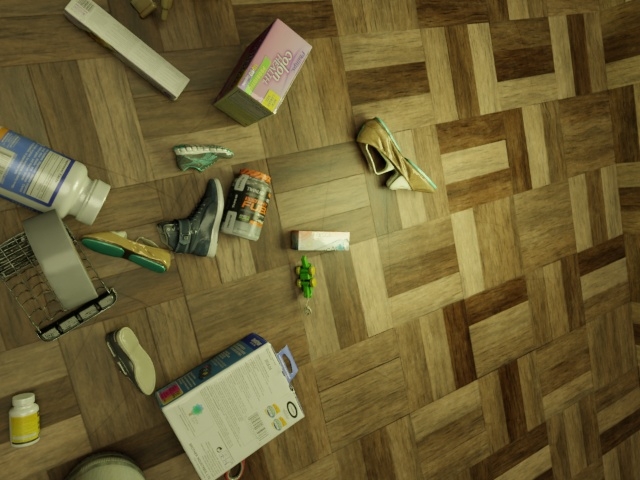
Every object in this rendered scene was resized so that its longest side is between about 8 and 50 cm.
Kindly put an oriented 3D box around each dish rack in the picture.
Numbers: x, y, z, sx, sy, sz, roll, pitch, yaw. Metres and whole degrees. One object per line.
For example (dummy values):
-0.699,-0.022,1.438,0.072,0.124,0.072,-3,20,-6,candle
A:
-0.661,0.098,1.226,0.208,0.074,0.271,-33,105,-23,dish rack

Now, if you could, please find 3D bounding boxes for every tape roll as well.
-0.579,0.043,1.102,0.072,0.219,0.219,-25,104,-23,tape roll

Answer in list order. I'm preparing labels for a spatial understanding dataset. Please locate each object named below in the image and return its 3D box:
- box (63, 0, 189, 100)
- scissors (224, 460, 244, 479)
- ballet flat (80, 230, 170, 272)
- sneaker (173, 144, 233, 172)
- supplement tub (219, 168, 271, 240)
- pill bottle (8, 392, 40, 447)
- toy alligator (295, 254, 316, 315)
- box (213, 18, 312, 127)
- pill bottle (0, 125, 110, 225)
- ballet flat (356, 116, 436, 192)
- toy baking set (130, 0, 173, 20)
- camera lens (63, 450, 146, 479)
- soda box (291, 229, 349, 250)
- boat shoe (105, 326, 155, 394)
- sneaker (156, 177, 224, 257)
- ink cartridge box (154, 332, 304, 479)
-0.494,-0.494,1.275,0.324,0.063,0.067,36,79,-24,box
-0.214,0.603,1.509,0.109,0.021,0.297,44,76,-20,scissors
-0.508,0.017,1.306,0.232,0.080,0.073,26,54,-28,ballet flat
-0.328,-0.229,1.387,0.166,0.065,0.076,-4,111,-24,sneaker
-0.211,-0.101,1.413,0.117,0.117,0.190,16,86,-27,supplement tub
-0.728,0.439,1.213,0.065,0.065,0.116,-3,95,-27,pill bottle
-0.039,0.138,1.556,0.051,0.056,0.189,-19,105,-66,toy alligator
-0.165,-0.444,1.345,0.117,0.243,0.213,32,79,-25,box
-0.654,-0.142,1.167,0.272,0.152,0.152,27,81,-26,pill bottle
0.242,-0.252,1.649,0.124,0.116,0.342,-44,112,4,ballet flat
-0.444,-0.663,1.204,0.197,0.256,0.030,27,51,-15,toy baking set
-0.528,0.673,1.212,0.219,0.274,0.219,-2,94,-27,camera lens
0.000,0.000,1.560,0.183,0.058,0.063,1,93,-26,soda box
-0.512,0.328,1.332,0.065,0.075,0.206,-13,109,18,boat shoe
-0.358,-0.070,1.358,0.163,0.086,0.226,8,90,-29,sneaker
-0.228,0.455,1.420,0.395,0.151,0.270,-28,106,-21,ink cartridge box
